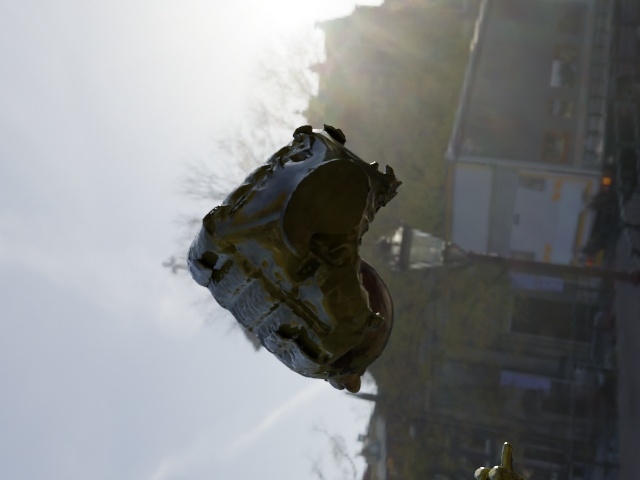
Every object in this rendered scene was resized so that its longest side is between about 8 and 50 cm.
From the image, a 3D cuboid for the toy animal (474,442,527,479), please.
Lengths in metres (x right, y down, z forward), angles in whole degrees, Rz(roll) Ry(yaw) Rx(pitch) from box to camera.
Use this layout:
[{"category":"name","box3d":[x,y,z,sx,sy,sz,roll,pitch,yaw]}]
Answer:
[{"category":"toy animal","box3d":[0.226,0.358,1.091,0.181,0.136,0.073,-53,8,-9]}]

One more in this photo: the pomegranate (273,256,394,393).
[{"category":"pomegranate","box3d":[0.004,0.139,1.552,0.306,0.242,0.242,95,-172,-66]}]

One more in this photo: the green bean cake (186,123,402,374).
[{"category":"green bean cake","box3d":[0.000,0.000,1.261,0.310,0.285,0.202,-50,-1,-27]}]
